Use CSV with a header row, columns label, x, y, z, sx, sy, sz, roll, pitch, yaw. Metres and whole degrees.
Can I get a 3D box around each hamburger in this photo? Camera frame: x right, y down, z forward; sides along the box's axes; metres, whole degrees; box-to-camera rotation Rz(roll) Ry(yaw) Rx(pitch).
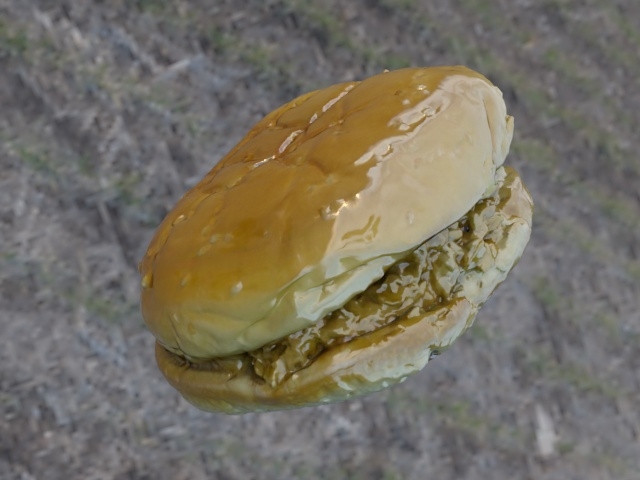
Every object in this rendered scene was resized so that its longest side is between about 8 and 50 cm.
label,x,y,z,sx,sy,sz,roll,pitch,yaw
hamburger,0.000,0.000,1.227,0.158,0.318,0.319,59,31,-20
